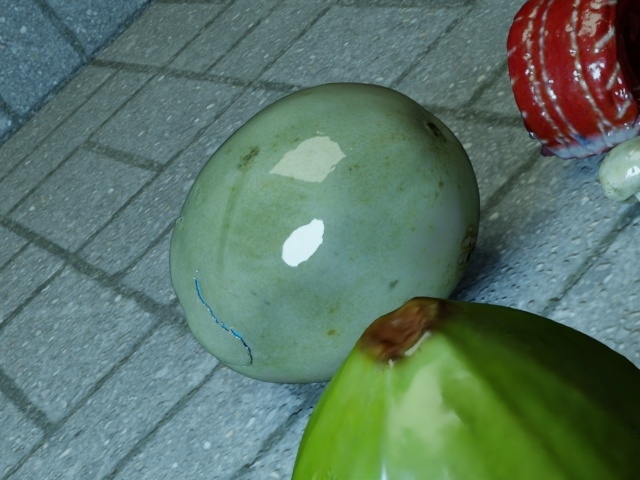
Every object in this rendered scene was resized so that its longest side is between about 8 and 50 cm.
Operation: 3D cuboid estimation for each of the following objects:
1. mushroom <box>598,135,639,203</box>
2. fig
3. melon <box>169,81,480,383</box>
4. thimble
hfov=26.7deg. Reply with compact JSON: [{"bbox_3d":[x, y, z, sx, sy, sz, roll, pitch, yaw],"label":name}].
[{"bbox_3d":[0.298,-0.062,1.233,0.084,0.067,0.083,-22,-18,-7],"label":"mushroom"},{"bbox_3d":[0.103,0.179,0.820,0.316,0.316,0.316,-30,27,17],"label":"fig"},{"bbox_3d":[0.000,0.000,1.305,0.330,0.268,0.268,-45,21,26],"label":"melon"},{"bbox_3d":[0.278,-0.183,1.347,0.125,0.163,0.189,-12,37,41],"label":"thimble"}]
